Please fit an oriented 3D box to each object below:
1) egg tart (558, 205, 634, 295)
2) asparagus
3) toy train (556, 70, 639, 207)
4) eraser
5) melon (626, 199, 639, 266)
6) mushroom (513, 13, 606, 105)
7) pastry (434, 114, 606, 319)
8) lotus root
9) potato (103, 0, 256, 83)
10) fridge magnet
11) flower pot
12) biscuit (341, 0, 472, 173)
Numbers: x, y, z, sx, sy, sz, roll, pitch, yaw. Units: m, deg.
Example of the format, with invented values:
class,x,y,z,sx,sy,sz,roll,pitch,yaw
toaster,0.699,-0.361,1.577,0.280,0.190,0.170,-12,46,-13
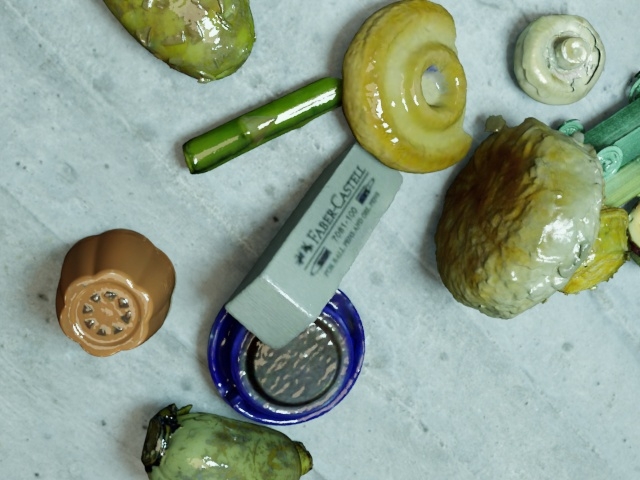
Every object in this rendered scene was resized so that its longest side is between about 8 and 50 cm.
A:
class,x,y,z,sx,sy,sz,roll,pitch,yaw
egg tart,0.435,0.027,1.221,0.213,0.090,0.212,-16,147,-11
asparagus,-0.088,-0.183,1.144,0.278,0.067,0.060,-26,76,-8
toy train,0.526,-0.160,1.247,0.308,0.126,0.189,-33,137,-3
eraser,0.000,0.000,1.131,0.111,0.077,0.352,43,62,-16
melon,0.582,-0.008,1.290,0.160,0.079,0.128,-54,148,-21
mushroom,0.390,-0.294,1.178,0.154,0.122,0.154,-1,94,-12
pastry,0.298,-0.036,1.121,0.137,0.329,0.329,24,96,-17
lotus root,-0.140,0.362,1.187,0.310,0.173,0.173,20,98,-31
potato,-0.215,-0.362,1.044,0.176,0.141,0.298,-45,106,-8
fridge magnet,-0.052,0.183,1.199,0.266,0.113,0.265,-3,102,-12
flower pot,-0.317,0.089,1.103,0.191,0.173,0.190,-2,102,-8
biscuit,0.137,-0.231,1.140,0.213,0.091,0.274,-23,109,-27
